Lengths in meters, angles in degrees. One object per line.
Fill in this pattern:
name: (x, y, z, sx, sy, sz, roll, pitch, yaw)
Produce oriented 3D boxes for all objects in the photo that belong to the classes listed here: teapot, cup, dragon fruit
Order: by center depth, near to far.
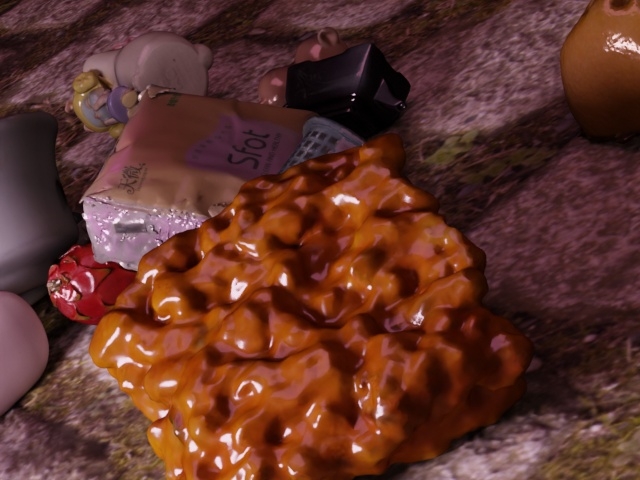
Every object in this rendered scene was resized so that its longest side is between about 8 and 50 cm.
dragon fruit: (-0.194, 0.038, 2.012, 0.191, 0.094, 0.094, -12, 18, -18)
cup: (-0.397, 0.019, 2.075, 0.347, 0.163, 0.347, -31, -4, -3)
teapot: (0.023, -0.145, 2.138, 0.177, 0.087, 0.096, -12, 51, 34)

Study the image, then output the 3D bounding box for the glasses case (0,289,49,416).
glasses case: (-0.394, 0.163, 1.912, 0.297, 0.113, 0.075, -41, 28, -29)

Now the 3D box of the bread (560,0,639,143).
bread: (0.322, -0.195, 1.803, 0.262, 0.162, 0.204, -21, 31, 53)

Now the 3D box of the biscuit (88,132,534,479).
biscuit: (-0.016, 0.077, 1.564, 0.318, 0.110, 0.312, -31, 47, -3)

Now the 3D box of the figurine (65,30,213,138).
figurine: (-0.254, -0.196, 2.509, 0.235, 0.127, 0.155, -3, 43, 55)

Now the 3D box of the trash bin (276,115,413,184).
trash bin: (0.000, 0.000, 1.764, 0.161, 0.175, 0.175, -47, 27, -15)

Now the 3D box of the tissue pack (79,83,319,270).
tissue pack: (-0.114, -0.050, 1.975, 0.215, 0.123, 0.256, 8, 32, 4)

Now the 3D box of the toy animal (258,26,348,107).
toy animal: (-0.020, -0.193, 2.275, 0.150, 0.089, 0.083, -46, 30, -16)

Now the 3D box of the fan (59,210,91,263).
fan: (-0.329, 0.027, 2.252, 0.294, 0.012, 0.223, -5, 32, 45)
